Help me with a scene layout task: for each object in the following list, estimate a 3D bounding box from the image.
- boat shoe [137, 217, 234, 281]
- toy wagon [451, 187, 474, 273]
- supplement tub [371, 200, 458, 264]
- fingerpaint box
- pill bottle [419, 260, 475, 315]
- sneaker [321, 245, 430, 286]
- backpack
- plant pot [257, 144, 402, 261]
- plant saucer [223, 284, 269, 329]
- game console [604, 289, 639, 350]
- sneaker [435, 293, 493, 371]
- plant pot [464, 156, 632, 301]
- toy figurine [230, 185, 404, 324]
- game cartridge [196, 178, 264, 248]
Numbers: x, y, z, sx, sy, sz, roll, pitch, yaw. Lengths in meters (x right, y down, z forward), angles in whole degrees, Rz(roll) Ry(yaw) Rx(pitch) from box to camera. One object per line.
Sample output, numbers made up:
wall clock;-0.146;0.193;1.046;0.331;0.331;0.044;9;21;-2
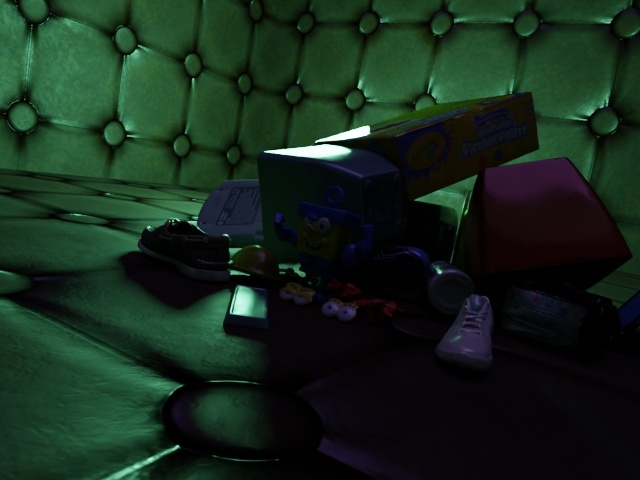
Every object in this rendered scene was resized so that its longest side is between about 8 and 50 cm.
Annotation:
boat shoe;-0.279;0.004;1.072;0.109;0.091;0.305;3;10;-44
toy wagon;0.422;-0.048;1.429;0.068;0.344;0.267;12;8;18
supplement tub;0.192;-0.019;1.443;0.338;0.207;0.207;12;8;8
fingerpaint box;0.276;-0.250;1.391;0.445;0.163;0.371;-23;18;-26
pill bottle;0.262;0.094;1.107;0.094;0.094;0.169;10;7;1
sneaker;0.112;0.064;1.115;0.232;0.081;0.090;-7;12;29
backpack;0.423;0.133;0.952;0.182;0.115;0.152;14;-4;39
plant pot;0.040;-0.083;1.166;0.252;0.247;0.247;8;17;42
plant saucer;-0.114;0.103;0.839;0.067;0.018;0.192;9;6;-7
game console;0.607;0.114;1.115;0.250;0.173;0.293;14;8;27
sneaker;0.227;0.130;0.788;0.080;0.094;0.212;14;8;18
plant pot;0.434;-0.022;1.095;0.268;0.235;0.267;-7;-19;7
toy figurine;0.000;0.000;1.000;0.363;0.217;0.191;16;9;37
game cartridge;-0.215;-0.074;1.378;0.196;0.060;0.294;2;34;5
